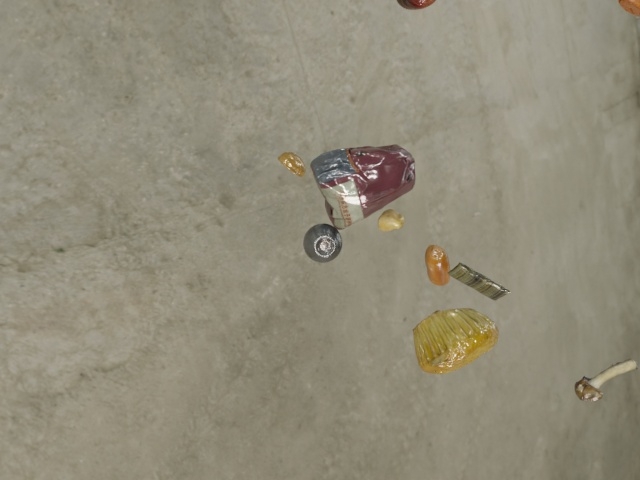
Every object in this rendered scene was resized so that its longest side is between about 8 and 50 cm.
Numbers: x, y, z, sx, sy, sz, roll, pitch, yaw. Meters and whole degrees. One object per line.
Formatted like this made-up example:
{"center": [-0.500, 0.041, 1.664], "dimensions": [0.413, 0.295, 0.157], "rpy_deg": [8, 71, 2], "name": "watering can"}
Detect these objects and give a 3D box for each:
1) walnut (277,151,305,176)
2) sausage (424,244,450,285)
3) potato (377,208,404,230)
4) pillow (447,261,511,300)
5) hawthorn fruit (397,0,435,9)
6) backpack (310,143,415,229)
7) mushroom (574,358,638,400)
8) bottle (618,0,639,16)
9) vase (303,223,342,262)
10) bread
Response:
{"center": [-0.091, -0.272, 1.713], "dimensions": [0.052, 0.091, 0.121], "rpy_deg": [-47, 138, 17], "name": "walnut"}
{"center": [0.456, 0.099, 1.913], "dimensions": [0.098, 0.098, 0.238], "rpy_deg": [-61, 151, -25], "name": "sausage"}
{"center": [0.201, -0.056, 1.401], "dimensions": [0.062, 0.083, 0.068], "rpy_deg": [35, 78, -54], "name": "potato"}
{"center": [0.557, 0.150, 1.738], "dimensions": [0.203, 0.113, 0.038], "rpy_deg": [29, 67, 3], "name": "pillow"}
{"center": [0.280, -0.708, 1.291], "dimensions": [0.193, 0.157, 0.157], "rpy_deg": [-34, 116, 0], "name": "hawthorn fruit"}
{"center": [0.145, -0.200, 1.563], "dimensions": [0.283, 0.316, 0.197], "rpy_deg": [65, 4, -59], "name": "backpack"}
{"center": [0.720, 0.345, 1.222], "dimensions": [0.186, 0.061, 0.060], "rpy_deg": [-25, 122, -6], "name": "mushroom"}
{"center": [0.344, -0.288, 0.432], "dimensions": [0.069, 0.069, 0.187], "rpy_deg": [19, 115, -41], "name": "bottle"}
{"center": [0.000, 0.000, 1.527], "dimensions": [0.120, 0.183, 0.120], "rpy_deg": [-2, 101, -9], "name": "vase"}
{"center": [0.362, 0.272, 1.333], "dimensions": [0.239, 0.240, 0.139], "rpy_deg": [2, 50, -42], "name": "bread"}
